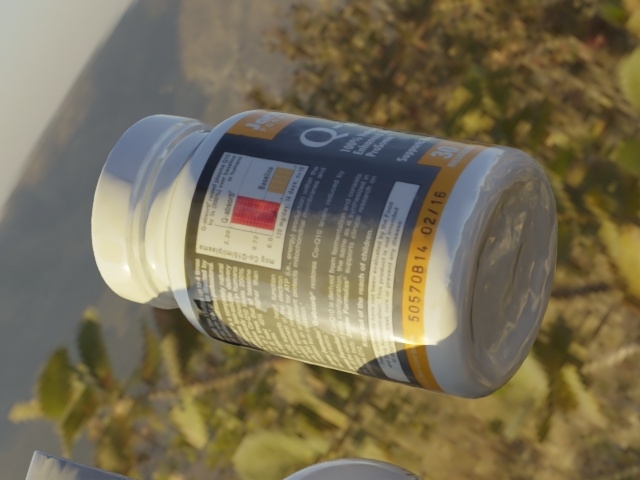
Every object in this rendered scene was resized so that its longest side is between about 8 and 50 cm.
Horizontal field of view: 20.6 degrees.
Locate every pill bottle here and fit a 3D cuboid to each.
[{"bbox_3d":[0.000,0.000,1.150,0.162,0.278,0.162,-31,-54,-54],"label":"pill bottle"}]

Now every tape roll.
[{"bbox_3d":[-0.186,0.271,1.732,0.219,0.219,0.072,162,125,-76],"label":"tape roll"}]

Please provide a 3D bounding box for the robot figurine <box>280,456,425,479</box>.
[{"bbox_3d":[0.048,0.258,1.121,0.209,0.278,0.174,-17,45,23],"label":"robot figurine"}]
